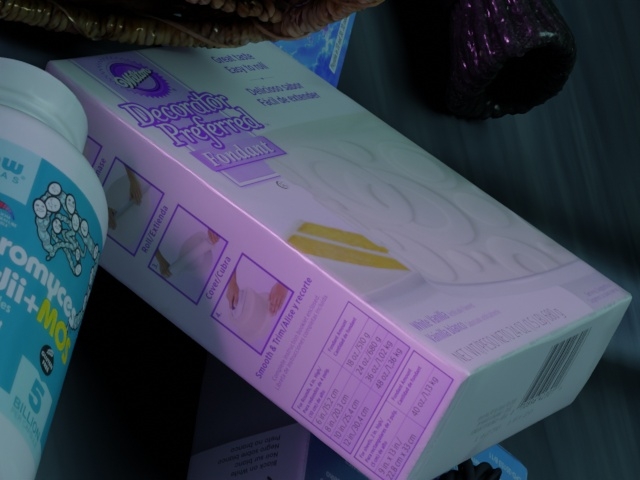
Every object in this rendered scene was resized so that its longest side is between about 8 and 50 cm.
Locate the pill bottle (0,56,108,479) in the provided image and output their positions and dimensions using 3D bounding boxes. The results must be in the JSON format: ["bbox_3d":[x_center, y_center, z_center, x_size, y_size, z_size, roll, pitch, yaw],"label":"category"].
[{"bbox_3d":[-0.197,0.026,1.022,0.146,0.146,0.264,44,40,-34],"label":"pill bottle"}]

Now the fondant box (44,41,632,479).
[{"bbox_3d":[0.000,0.000,1.210,0.330,0.096,0.238,35,25,21],"label":"fondant box"}]

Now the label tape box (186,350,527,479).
[{"bbox_3d":[0.018,0.255,1.251,0.249,0.115,0.347,40,46,-37],"label":"label tape box"}]

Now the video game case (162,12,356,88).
[{"bbox_3d":[-0.064,-0.238,1.441,0.244,0.061,0.269,46,40,-32],"label":"video game case"}]

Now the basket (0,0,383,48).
[{"bbox_3d":[-0.120,-0.191,1.131,0.299,0.213,0.223,9,41,-35],"label":"basket"}]

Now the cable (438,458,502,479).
[{"bbox_3d":[0.105,0.226,1.245,0.150,0.047,0.184,52,37,-26],"label":"cable"}]

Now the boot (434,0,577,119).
[{"bbox_3d":[0.118,-0.265,1.598,0.348,0.131,0.260,39,41,-65],"label":"boot"}]
